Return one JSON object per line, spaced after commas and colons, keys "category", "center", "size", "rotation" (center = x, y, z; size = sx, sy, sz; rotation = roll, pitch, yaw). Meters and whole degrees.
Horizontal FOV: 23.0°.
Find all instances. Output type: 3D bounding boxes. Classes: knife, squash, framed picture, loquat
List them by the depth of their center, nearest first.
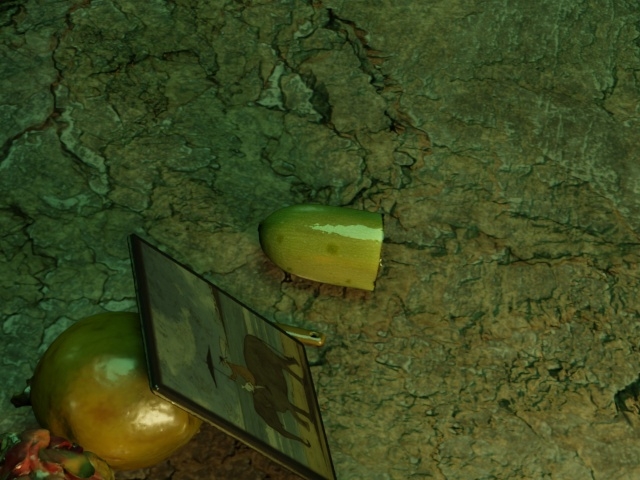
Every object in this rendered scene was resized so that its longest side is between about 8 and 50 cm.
{"category": "loquat", "center": [-0.272, 0.190, 1.975], "size": [0.246, 0.213, 0.213], "rotation": [-2, 42, 11]}
{"category": "framed picture", "center": [-0.109, 0.159, 2.001], "size": [0.347, 0.016, 0.265], "rotation": [36, 27, -38]}
{"category": "knife", "center": [-0.120, 0.116, 2.207], "size": [0.256, 0.022, 0.046], "rotation": [12, 48, 4]}
{"category": "squash", "center": [0.000, 0.000, 2.279], "size": [0.186, 0.123, 0.123], "rotation": [11, 43, 2]}

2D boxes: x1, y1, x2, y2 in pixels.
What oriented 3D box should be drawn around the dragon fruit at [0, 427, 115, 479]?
{"category": "dragon fruit", "center": [-0.318, 0.348, 1.742], "size": [0.250, 0.291, 0.269], "rotation": [-12, 48, -28]}
